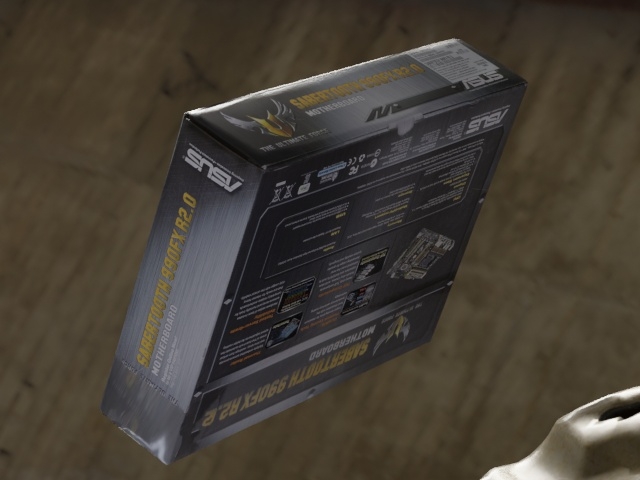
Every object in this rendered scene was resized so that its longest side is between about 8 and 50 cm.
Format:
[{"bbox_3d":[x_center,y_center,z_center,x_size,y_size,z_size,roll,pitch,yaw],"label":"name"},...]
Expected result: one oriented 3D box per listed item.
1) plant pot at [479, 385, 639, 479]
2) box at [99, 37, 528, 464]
[{"bbox_3d":[0.226,0.259,1.093,0.333,0.305,0.334,-31,-161,12],"label":"plant pot"},{"bbox_3d":[0.000,0.000,1.015,0.056,0.231,0.183,36,-55,26],"label":"box"}]
